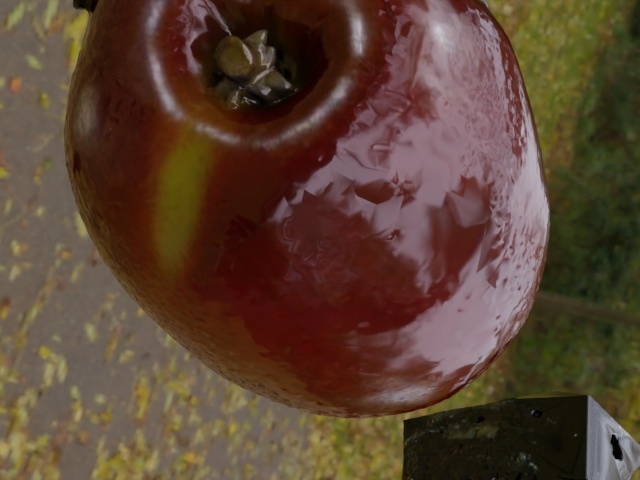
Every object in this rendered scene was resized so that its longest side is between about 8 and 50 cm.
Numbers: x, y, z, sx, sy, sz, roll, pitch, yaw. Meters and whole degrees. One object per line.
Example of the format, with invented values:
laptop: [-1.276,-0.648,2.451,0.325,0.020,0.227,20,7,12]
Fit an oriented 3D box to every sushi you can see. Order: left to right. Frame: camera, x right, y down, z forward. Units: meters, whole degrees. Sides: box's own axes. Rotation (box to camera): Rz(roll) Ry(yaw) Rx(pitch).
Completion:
sushi: [0.201,0.285,1.285,0.215,0.227,0.212,41,49,-51]

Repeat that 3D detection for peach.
peach: [0.000,0.000,0.694,0.362,0.257,0.201,78,4,-52]
